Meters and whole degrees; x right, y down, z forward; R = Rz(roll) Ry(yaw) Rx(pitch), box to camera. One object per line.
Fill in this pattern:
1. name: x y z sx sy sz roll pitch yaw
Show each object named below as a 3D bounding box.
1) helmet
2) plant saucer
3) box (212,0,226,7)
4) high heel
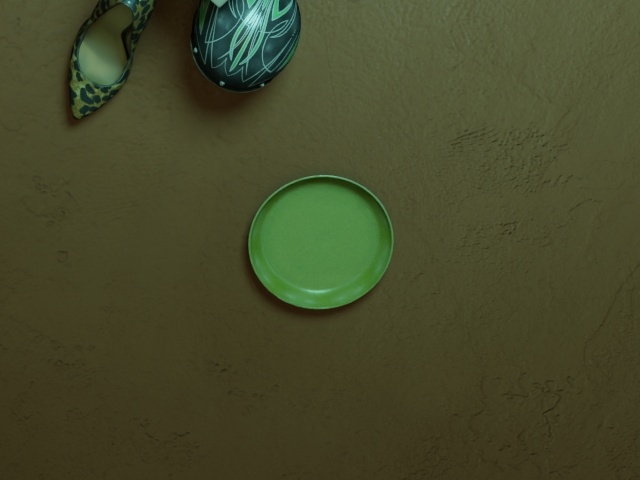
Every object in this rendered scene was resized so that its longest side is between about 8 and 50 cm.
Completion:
1. helmet: -0.107 -0.303 1.320 0.169 0.161 0.170 -2 113 -4
2. plant saucer: 0.000 0.000 1.528 0.240 0.037 0.241 -2 113 -4
3. box: -0.079 -0.468 1.182 0.311 0.121 0.148 -45 119 5
4. high heel: -0.310 -0.268 1.305 0.093 0.186 0.261 26 109 -15
